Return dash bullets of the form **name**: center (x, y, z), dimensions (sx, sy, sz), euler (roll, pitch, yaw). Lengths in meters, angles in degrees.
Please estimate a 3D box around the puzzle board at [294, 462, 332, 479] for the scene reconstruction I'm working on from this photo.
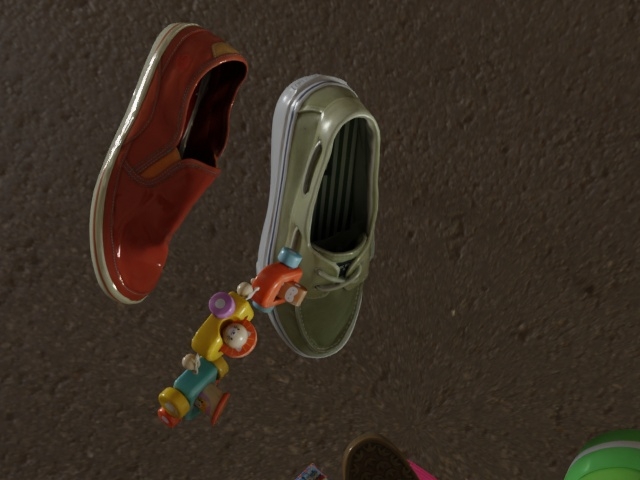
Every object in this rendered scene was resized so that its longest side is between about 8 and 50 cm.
- **puzzle board**: center (-0.023, 0.439, 1.198), dimensions (0.096, 0.011, 0.128), euler (35, 56, 27)

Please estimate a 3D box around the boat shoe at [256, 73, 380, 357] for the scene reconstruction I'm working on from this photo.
- **boat shoe**: center (0.000, 0.000, 0.687), dimensions (0.109, 0.302, 0.094), euler (-12, 32, -17)

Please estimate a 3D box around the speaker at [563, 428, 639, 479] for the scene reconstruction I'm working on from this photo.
- **speaker**: center (0.230, 0.279, 0.543), dimensions (0.131, 0.131, 0.296), euler (24, 36, 12)

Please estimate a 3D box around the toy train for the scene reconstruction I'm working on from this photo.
- **toy train**: center (-0.064, 0.087, 0.594), dimensions (0.046, 0.125, 0.166), euler (34, 101, 16)

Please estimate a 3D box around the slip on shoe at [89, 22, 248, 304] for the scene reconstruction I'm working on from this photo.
- **slip on shoe**: center (-0.171, -0.079, 0.828), dimensions (0.101, 0.123, 0.331), euler (22, 95, 25)

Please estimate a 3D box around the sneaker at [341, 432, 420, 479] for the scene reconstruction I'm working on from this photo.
- **sneaker**: center (0.071, 0.249, 0.630), dimensions (0.064, 0.086, 0.192), euler (-29, 91, -5)

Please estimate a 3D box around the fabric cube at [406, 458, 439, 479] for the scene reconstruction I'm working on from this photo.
- **fabric cube**: center (0.159, 0.552, 1.144), dimensions (0.258, 0.259, 0.254), euler (-37, 99, -15)
